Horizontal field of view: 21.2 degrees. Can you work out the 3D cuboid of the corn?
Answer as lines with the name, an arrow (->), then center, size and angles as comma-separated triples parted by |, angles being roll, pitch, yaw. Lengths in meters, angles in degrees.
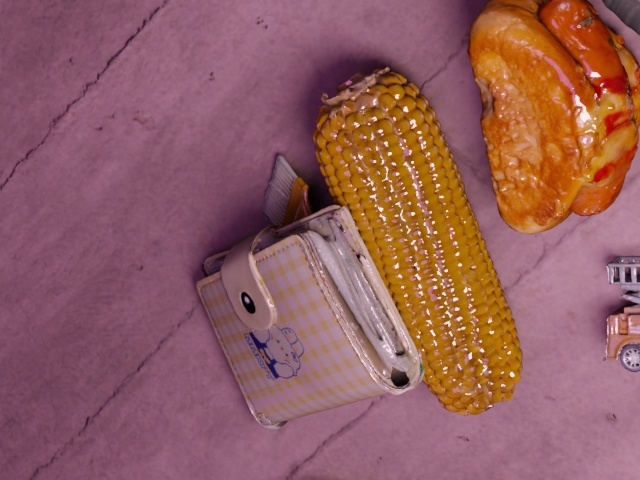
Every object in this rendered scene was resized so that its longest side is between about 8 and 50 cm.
corn -> 0.107, -0.001, 1.844 | 0.144, 0.144, 0.387 | -18, 104, 27

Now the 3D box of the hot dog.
hot dog -> 0.248, -0.132, 1.732 | 0.153, 0.150, 0.257 | -1, 115, 26

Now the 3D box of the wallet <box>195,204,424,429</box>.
wallet -> -0.027, 0.094, 1.897 | 0.223, 0.077, 0.309 | 59, 148, -5

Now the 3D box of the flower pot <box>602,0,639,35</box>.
flower pot -> 0.355, -0.277, 1.631 | 0.243, 0.157, 0.189 | 37, 119, 9

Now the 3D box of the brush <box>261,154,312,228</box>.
brush -> 0.000, 0.000, 1.895 | 0.218, 0.010, 0.082 | 49, 135, 35

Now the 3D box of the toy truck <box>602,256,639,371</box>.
toy truck -> 0.390, 0.078, 1.786 | 0.177, 0.080, 0.115 | 1, 99, 24
